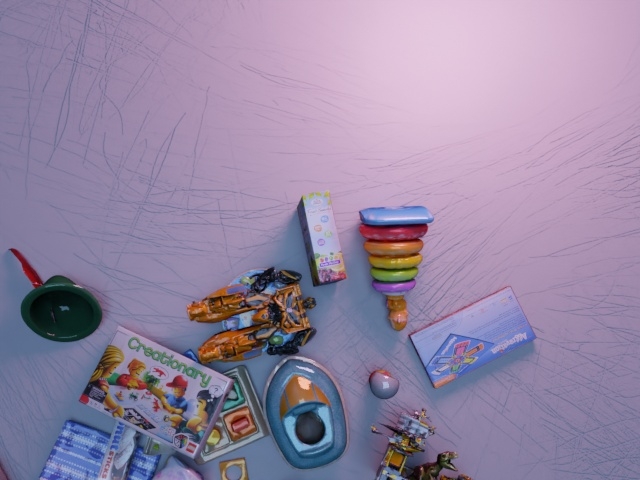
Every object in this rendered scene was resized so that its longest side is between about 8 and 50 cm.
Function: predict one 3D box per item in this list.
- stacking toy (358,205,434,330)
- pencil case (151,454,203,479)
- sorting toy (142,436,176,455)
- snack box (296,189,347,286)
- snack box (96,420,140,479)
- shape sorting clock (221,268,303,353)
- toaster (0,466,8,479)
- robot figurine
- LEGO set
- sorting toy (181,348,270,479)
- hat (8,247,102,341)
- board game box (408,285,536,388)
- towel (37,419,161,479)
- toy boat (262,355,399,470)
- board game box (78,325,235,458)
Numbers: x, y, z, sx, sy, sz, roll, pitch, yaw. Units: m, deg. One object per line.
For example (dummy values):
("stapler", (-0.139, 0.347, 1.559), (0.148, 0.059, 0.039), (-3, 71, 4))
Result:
("stacking toy", (0.178, 0.070, 1.594), (0.166, 0.175, 0.301), (-3, 98, -3))
("pencil case", (-0.379, 0.615, 1.481), (0.124, 0.113, 0.273), (25, 63, 31))
("sorting toy", (-0.370, 0.468, 1.565), (0.075, 0.045, 0.083), (18, 81, -10))
("snack box", (0.000, 0.000, 1.563), (0.070, 0.174, 0.207), (-10, 84, -7))
("snack box", (-0.458, 0.473, 1.543), (0.064, 0.022, 0.178), (15, 67, -5))
("shape sorting clock", (-0.141, 0.170, 1.606), (0.206, 0.040, 0.206), (0, 84, -3))
("toaster", (-0.791, 0.588, 1.495), (0.168, 0.110, 0.185), (-30, 86, -6))
("robot figurine", (-0.151, 0.182, 1.541), (0.291, 0.085, 0.211), (-16, 89, 0))
("LEGO set", (0.245, 0.485, 1.475), (0.255, 0.331, 0.192), (21, 81, 20))
("sorting toy", (-0.236, 0.415, 1.572), (0.196, 0.047, 0.347), (-22, 86, -5))
("hat", (-0.621, 0.111, 1.596), (0.173, 0.183, 0.208), (-24, 127, 1))
("board game box", (0.373, 0.236, 1.632), (0.281, 0.027, 0.145), (-25, 84, -5))
("towel", (-0.545, 0.609, 1.517), (0.243, 0.040, 0.336), (22, 75, -2))
("toy boat", (0.025, 0.373, 1.539), (0.318, 0.148, 0.267), (-21, 85, -5))
("board game box", (-0.376, 0.347, 1.535), (0.305, 0.053, 0.193), (22, 77, 10))
